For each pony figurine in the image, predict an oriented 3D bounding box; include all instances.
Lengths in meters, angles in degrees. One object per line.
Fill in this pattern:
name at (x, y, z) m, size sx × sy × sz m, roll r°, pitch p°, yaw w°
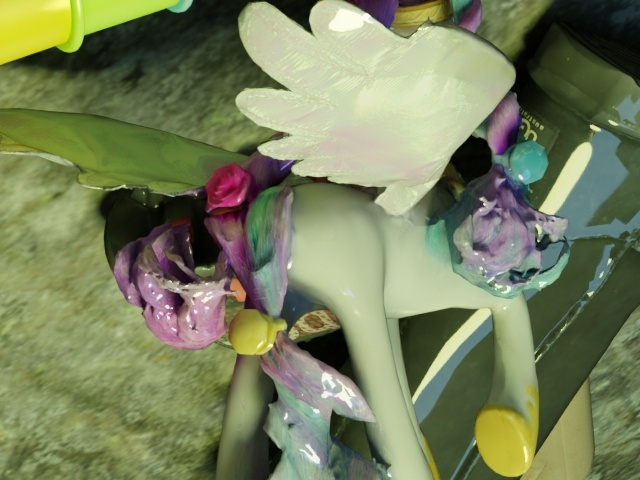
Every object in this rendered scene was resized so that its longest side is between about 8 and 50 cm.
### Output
pony figurine at (0.000, 0.000, 1.015) m, size 0.303 × 0.363 × 0.351 m, roll -4°, pitch 180°, yaw 34°

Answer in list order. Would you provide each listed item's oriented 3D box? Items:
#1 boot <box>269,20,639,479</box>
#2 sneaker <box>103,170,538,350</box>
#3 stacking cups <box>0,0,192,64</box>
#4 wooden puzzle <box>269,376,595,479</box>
boot at (0.187, 0.085, 1.401) m, size 0.367 × 0.146 × 0.445 m, roll 16°, pitch 111°, yaw -35°
sneaker at (0.000, 0.014, 1.233) m, size 0.276 × 0.098 × 0.135 m, roll -2°, pitch 154°, yaw -4°
stacking cups at (-0.060, -0.174, 0.979) m, size 0.316 × 0.096 × 0.096 m, roll -23°, pitch 148°, yaw -21°
wooden puzzle at (0.078, 0.191, 1.621) m, size 0.348 × 0.080 × 0.322 m, roll -31°, pitch 150°, yaw -8°
